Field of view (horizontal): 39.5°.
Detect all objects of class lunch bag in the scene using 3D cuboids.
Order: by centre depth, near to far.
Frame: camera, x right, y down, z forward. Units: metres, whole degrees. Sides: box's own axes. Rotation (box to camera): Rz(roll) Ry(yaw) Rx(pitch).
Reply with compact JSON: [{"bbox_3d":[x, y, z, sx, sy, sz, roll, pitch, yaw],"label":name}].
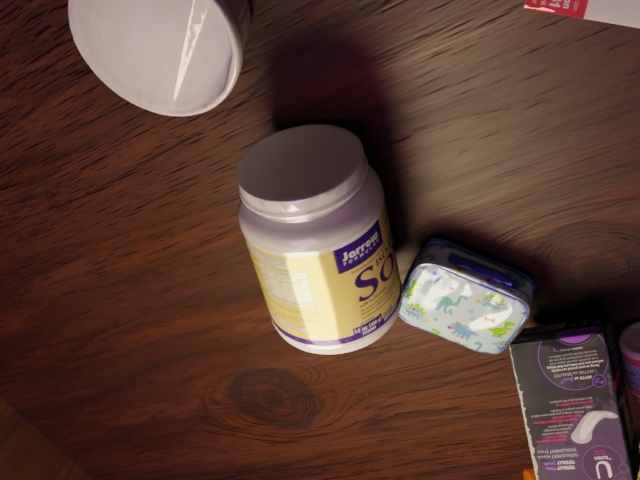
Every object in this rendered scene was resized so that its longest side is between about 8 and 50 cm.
[{"bbox_3d":[0.257,0.098,1.572,0.219,0.090,0.176,22,137,3],"label":"lunch bag"}]

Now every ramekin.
[{"bbox_3d":[-0.228,-0.332,1.343,0.272,0.127,0.273,12,134,13],"label":"ramekin"}]

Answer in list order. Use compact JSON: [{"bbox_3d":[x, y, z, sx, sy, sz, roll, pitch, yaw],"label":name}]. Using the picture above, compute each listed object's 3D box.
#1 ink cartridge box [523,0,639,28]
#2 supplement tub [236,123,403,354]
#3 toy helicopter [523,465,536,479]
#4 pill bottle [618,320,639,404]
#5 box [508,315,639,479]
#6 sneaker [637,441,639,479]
[{"bbox_3d":[0.401,-0.338,0.999,0.306,0.226,0.131,15,136,10],"label":"ink cartridge box"},{"bbox_3d":[0.000,0.000,1.479,0.241,0.241,0.331,3,133,21],"label":"supplement tub"},{"bbox_3d":[0.471,0.403,1.695,0.140,0.235,0.355,-16,110,-1],"label":"toy helicopter"},{"bbox_3d":[0.576,0.223,1.556,0.087,0.087,0.160,-5,129,27],"label":"pill bottle"},{"bbox_3d":[0.440,0.283,1.534,0.165,0.143,0.270,-11,92,24],"label":"box"},{"bbox_3d":[0.661,0.439,1.684,0.145,0.147,0.385,13,134,14],"label":"sneaker"}]
